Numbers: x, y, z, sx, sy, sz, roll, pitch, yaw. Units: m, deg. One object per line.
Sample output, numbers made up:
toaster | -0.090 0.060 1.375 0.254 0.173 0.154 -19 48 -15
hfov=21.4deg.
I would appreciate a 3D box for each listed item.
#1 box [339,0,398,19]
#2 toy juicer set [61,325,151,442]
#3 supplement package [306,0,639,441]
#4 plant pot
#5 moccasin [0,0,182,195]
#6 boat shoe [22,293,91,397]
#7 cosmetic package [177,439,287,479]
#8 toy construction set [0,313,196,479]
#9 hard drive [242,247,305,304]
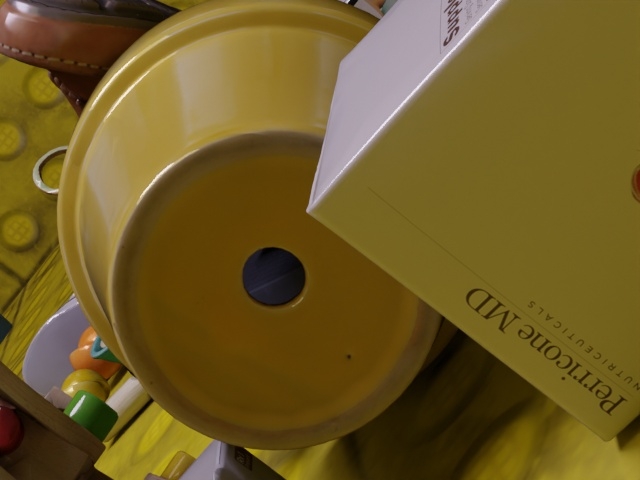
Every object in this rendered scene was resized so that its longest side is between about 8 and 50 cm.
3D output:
box | 0.099 -0.279 1.676 0.290 0.087 0.169 -49 13 15
toy juicer set | -0.206 0.098 1.718 0.209 0.089 0.329 -50 14 2
supplement package | 0.157 -0.094 0.732 0.293 0.177 0.175 -47 14 24
plant pot | -0.024 -0.003 0.930 0.254 0.254 0.239 -50 9 9
moccasin | -0.111 -0.077 1.185 0.147 0.139 0.380 -66 -19 -4
boat shoe | -0.231 0.075 1.914 0.258 0.095 0.084 -42 8 -4
cosmetic package | -0.090 0.233 0.904 0.238 0.107 0.127 -46 13 15
toy construction set | -0.174 0.205 1.151 0.237 0.257 0.309 111 168 -68
hard drive | 0.000 0.000 1.330 0.172 0.054 0.254 -57 13 -22
